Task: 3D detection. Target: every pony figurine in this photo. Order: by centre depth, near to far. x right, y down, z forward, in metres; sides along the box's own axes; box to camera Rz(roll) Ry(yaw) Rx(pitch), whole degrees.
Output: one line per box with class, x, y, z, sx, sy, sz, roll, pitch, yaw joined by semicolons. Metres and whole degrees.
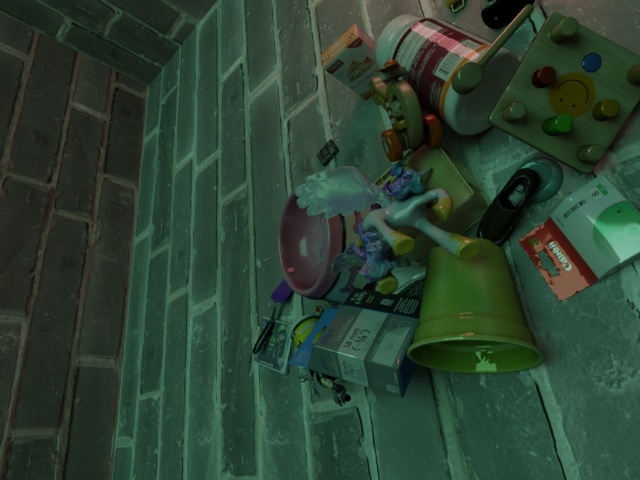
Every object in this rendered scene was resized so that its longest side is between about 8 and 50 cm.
pony figurine;0.149;-0.043;1.000;0.350;0.303;0.364;-25;32;7

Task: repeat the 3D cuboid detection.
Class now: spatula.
spatula;-0.179;0.280;1.551;0.084;0.030;0.297;15;79;46

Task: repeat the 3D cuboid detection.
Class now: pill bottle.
pill bottle;0.332;-0.479;1.177;0.224;0.224;0.392;-52;46;19
pill bottle;-0.001;0.337;1.312;0.119;0.119;0.208;-58;44;14

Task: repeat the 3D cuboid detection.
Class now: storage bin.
storage bin;0.287;-0.114;1.173;0.262;0.123;0.261;-43;49;28

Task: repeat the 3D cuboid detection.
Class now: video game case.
video game case;-0.169;0.379;1.542;0.190;0.022;0.174;3;78;46

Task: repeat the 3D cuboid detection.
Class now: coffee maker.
coffee maker;0.517;-0.708;1.164;0.171;0.120;0.179;-11;68;18

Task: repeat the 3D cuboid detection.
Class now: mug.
mug;0.423;-0.764;1.315;0.064;0.078;0.062;-16;32;32

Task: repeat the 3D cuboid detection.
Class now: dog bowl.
dog bowl;0.000;0.000;1.320;0.407;0.150;0.409;-2;88;60

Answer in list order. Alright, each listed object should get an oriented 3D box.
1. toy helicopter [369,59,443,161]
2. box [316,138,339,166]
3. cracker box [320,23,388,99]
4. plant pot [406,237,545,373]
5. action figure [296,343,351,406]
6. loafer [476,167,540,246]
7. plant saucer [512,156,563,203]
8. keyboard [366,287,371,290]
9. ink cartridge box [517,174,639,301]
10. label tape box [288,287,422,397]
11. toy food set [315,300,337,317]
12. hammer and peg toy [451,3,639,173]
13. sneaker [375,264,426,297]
toy helicopter;0.190;-0.385;1.137;0.140;0.235;0.355;-21;35;1
box;0.027;-0.331;1.589;0.083;0.018;0.067;-47;48;24
cracker box;0.135;-0.588;1.409;0.155;0.232;0.067;-29;57;37
plant pot;0.337;0.143;0.958;0.275;0.276;0.254;-21;50;40
action figure;0.075;0.348;1.142;0.284;0.099;0.186;-10;47;0
loafer;0.436;-0.074;1.009;0.080;0.078;0.220;33;113;28
plant saucer;0.518;-0.149;1.019;0.119;0.021;0.120;-18;64;42
keyboard;0.120;0.186;1.313;0.108;0.023;0.180;-25;60;38
ink cartridge box;0.560;-0.004;0.905;0.224;0.056;0.181;-40;51;27
label tape box;0.096;0.242;1.105;0.333;0.106;0.241;6;36;31
toy food set;0.019;0.236;1.400;0.122;0.019;0.078;23;93;47
hammer and peg toy;0.489;-0.342;0.900;0.361;0.127;0.266;30;100;2
sneaker;0.244;0.107;1.172;0.235;0.090;0.095;-33;45;32
